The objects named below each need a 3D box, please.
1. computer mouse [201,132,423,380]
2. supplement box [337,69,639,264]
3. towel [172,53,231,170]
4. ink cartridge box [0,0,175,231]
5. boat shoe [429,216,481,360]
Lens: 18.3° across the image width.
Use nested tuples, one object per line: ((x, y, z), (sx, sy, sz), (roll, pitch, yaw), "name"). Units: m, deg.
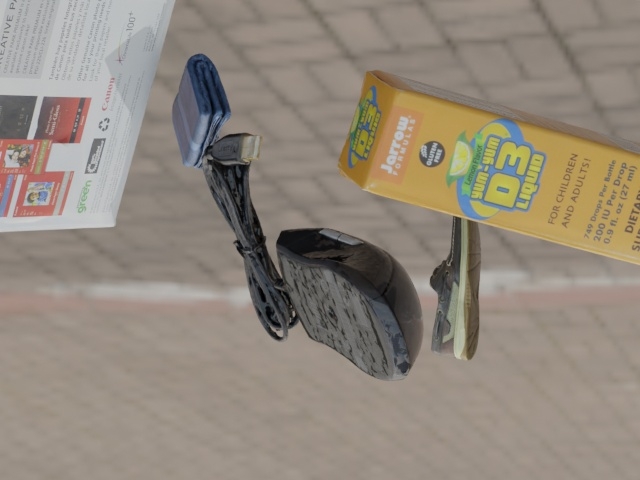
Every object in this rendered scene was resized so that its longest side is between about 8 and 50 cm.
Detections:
((0.000, 0.000, 1.478), (0.060, 0.184, 0.262), (-27, -163, -20), "computer mouse")
((0.135, -0.046, 1.343), (0.233, 0.078, 0.080), (14, -168, -14), "supplement box")
((-0.107, -0.114, 1.760), (0.029, 0.067, 0.119), (-12, 162, -15), "towel")
((-0.272, -0.169, 1.672), (0.130, 0.309, 0.272), (31, -158, 36), "ink cartridge box")
((0.132, 0.044, 1.994), (0.049, 0.152, 0.056), (2, 178, 19), "boat shoe")
